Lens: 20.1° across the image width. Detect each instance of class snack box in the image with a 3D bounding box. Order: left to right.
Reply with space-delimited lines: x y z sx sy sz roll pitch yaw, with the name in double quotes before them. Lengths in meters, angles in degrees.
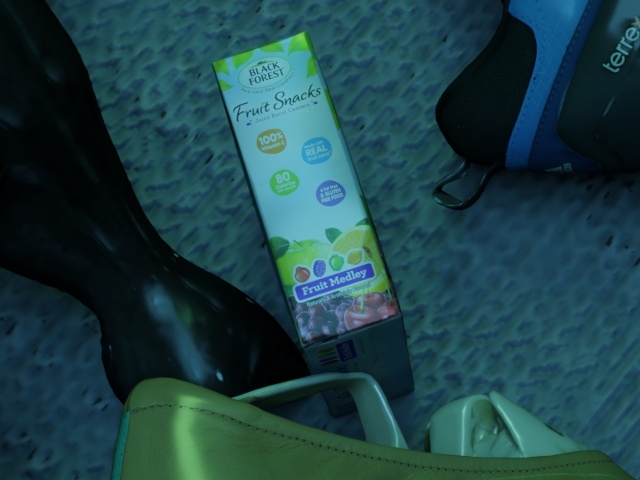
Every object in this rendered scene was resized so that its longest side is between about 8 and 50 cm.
"snack box" 0.000 0.000 0.629 0.037 0.141 0.100 -19 75 -1

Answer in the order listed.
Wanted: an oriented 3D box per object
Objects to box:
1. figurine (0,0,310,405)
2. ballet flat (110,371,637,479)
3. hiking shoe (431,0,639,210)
"figurine" -0.104 0.036 0.586 0.209 0.092 0.215 48 39 -15
"ballet flat" 0.036 0.079 0.591 0.232 0.080 0.073 9 63 -38
"hiking shoe" 0.096 -0.167 0.685 0.132 0.113 0.304 -5 70 10
